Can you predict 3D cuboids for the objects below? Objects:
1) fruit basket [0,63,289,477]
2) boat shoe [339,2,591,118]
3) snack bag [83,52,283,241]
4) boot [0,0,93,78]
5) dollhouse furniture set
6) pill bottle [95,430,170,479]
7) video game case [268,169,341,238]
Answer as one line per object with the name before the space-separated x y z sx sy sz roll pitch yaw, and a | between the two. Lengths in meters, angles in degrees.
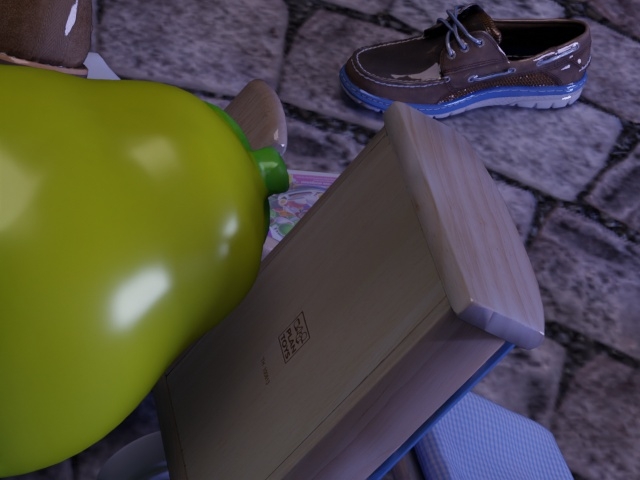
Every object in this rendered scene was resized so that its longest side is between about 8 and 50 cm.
fruit basket | -0.211 0.024 0.829 0.283 0.392 0.392 31 45 17
boat shoe | 0.102 -0.131 1.385 0.183 0.066 0.066 -6 45 -20
snack bag | -0.198 -0.010 1.176 0.342 0.037 0.323 -14 41 -36
boot | -0.213 -0.174 1.258 0.112 0.115 0.305 8 13 -32
dollhouse furniture set | 0.092 0.068 1.009 0.303 0.198 0.286 26 31 -33
pill bottle | -0.054 0.189 0.970 0.108 0.108 0.193 -4 45 -18
video game case | 0.000 0.000 1.259 0.087 0.011 0.122 5 43 -9
